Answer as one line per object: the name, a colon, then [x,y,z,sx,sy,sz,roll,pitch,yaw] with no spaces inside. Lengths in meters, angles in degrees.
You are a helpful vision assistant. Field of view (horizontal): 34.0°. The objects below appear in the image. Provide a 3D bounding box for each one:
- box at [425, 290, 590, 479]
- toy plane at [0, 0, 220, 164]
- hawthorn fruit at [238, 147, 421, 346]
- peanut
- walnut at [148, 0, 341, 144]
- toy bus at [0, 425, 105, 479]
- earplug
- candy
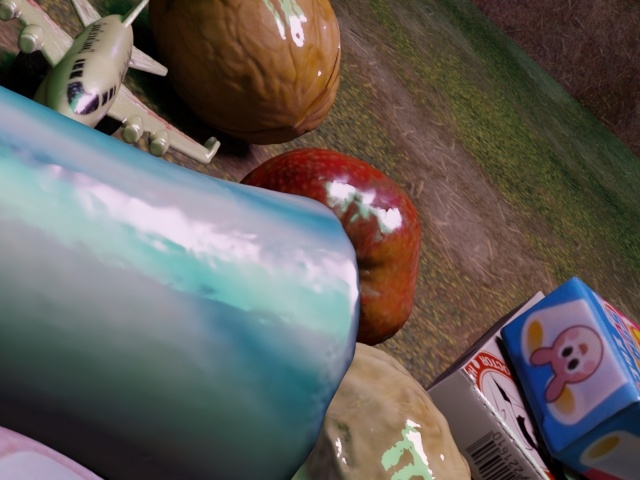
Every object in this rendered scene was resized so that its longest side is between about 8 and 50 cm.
box: [0.228,0.179,1.027,0.214,0.069,0.353,52,24,7]
toy plane: [-0.166,-0.117,0.743,0.229,0.092,0.244,43,24,-20]
hawthorn fruit: [0.000,0.000,0.811,0.162,0.162,0.203,46,11,-8]
peanut: [0.047,0.185,0.608,0.130,0.130,0.290,17,37,-52]
walnut: [-0.066,-0.182,0.942,0.167,0.167,0.207,9,47,-57]
toy bus: [-0.094,0.177,0.303,0.294,0.197,0.232,43,13,-12]
earplug: [-0.159,0.000,0.480,0.324,0.185,0.185,28,30,-32]
candy: [0.313,0.172,0.986,0.306,0.100,0.157,32,28,-33]
